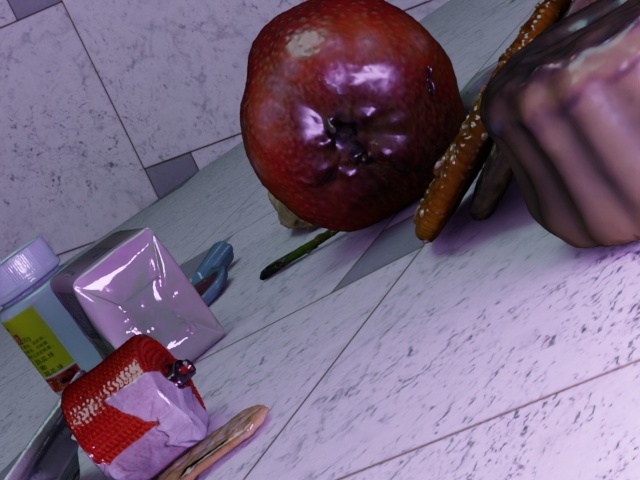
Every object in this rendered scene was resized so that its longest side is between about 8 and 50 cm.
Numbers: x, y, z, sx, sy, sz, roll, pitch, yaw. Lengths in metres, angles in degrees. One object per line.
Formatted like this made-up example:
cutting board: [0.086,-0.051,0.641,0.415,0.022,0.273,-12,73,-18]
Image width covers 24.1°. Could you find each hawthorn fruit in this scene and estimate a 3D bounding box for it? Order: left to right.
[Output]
hawthorn fruit: [0.025,-0.184,1.926,0.284,0.285,0.369,-36,33,5]

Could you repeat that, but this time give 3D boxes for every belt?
belt: [-0.181,0.168,1.542,0.124,0.128,0.201,-38,4,3]

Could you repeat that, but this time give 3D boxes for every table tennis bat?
table tennis bat: [-0.187,0.075,2.290,0.153,0.040,0.244,-31,16,32]

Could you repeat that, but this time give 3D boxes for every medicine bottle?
medicine bottle: [-0.409,0.116,2.300,0.139,0.225,0.139,-34,10,7]

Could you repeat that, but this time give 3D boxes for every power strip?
power strip: [-0.304,0.268,1.646,0.198,0.064,0.213,-63,2,-38]

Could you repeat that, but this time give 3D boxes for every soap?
soap: [-0.245,0.089,1.981,0.138,0.182,0.199,-39,11,-15]

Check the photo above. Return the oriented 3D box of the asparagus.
asparagus: [0.000,0.000,2.020,0.233,0.023,0.022,-30,57,36]

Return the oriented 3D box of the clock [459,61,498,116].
clock: [0.255,-0.204,1.951,0.191,0.062,0.151,-39,10,-16]

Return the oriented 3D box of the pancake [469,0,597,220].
pancake: [0.223,-0.147,1.527,0.288,0.033,0.286,-63,-8,13]

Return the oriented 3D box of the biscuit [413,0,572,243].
biscuit: [0.179,-0.133,1.593,0.305,0.038,0.305,-58,-6,-10]

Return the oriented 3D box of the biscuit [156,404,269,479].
biscuit: [-0.109,0.206,1.453,0.147,0.018,0.071,-38,8,-2]

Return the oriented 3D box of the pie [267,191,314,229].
pie: [0.055,-0.131,2.251,0.339,0.083,0.339,-38,10,8]

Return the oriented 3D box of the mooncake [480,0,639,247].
mooncake: [0.277,-0.128,1.247,0.290,0.161,0.290,-33,10,7]
